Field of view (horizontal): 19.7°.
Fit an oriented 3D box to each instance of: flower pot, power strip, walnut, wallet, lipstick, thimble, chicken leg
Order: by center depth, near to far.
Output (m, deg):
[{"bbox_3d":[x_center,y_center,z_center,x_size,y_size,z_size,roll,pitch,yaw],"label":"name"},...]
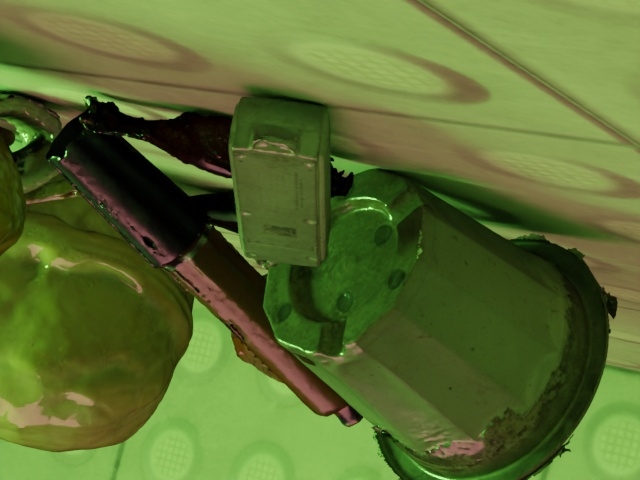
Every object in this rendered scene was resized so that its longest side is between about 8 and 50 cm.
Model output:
[{"bbox_3d":[-0.031,-0.045,1.513,0.078,0.052,0.272,7,158,3],"label":"power strip"},{"bbox_3d":[-0.094,-0.083,1.624,0.253,0.051,0.106,16,179,2],"label":"chicken leg"},{"bbox_3d":[0.092,0.076,1.726,0.290,0.290,0.259,8,160,47],"label":"flower pot"},{"bbox_3d":[-0.314,-0.095,1.798,0.115,0.102,0.090,-17,-167,-33],"label":"thimble"},{"bbox_3d":[-0.101,0.035,1.818,0.418,0.077,0.077,45,164,-17],"label":"lipstick"},{"bbox_3d":[-0.330,0.070,2.195,0.381,0.381,0.381,14,174,1],"label":"walnut"},{"bbox_3d":[0.000,0.000,2.230,0.318,0.045,0.172,19,170,-33],"label":"wallet"}]

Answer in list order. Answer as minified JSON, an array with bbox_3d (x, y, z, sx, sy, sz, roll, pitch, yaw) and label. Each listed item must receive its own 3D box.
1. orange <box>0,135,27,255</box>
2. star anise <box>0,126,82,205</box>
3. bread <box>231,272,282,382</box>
[{"bbox_3d":[-0.411,-0.090,1.520,0.368,0.210,0.271,19,171,-25],"label":"orange"},{"bbox_3d":[-0.435,-0.106,1.957,0.349,0.109,0.292,18,-179,-30],"label":"star anise"},{"bbox_3d":[0.060,0.097,2.102,0.236,0.165,0.375,10,171,-24],"label":"bread"}]
